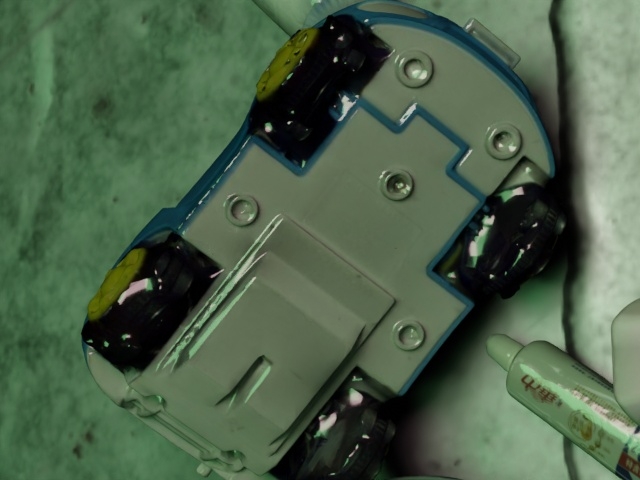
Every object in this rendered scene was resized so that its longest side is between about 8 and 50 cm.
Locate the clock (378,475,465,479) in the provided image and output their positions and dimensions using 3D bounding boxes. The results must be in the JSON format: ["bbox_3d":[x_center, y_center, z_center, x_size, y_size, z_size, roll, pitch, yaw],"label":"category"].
[{"bbox_3d":[0.072,0.291,1.035,0.312,0.061,0.313,-5,80,33],"label":"clock"}]

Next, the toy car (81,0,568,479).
[{"bbox_3d":[0.000,0.000,1.063,0.314,0.198,0.166,-53,17,5],"label":"toy car"}]

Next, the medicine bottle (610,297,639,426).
[{"bbox_3d":[0.267,0.058,0.909,0.219,0.115,0.078,-6,79,32],"label":"medicine bottle"}]

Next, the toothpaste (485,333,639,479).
[{"bbox_3d":[0.184,0.118,1.005,0.233,0.038,0.060,35,106,29],"label":"toothpaste"}]

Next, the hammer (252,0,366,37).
[{"bbox_3d":[0.002,-0.216,1.111,0.116,0.069,0.194,47,140,30],"label":"hammer"}]
